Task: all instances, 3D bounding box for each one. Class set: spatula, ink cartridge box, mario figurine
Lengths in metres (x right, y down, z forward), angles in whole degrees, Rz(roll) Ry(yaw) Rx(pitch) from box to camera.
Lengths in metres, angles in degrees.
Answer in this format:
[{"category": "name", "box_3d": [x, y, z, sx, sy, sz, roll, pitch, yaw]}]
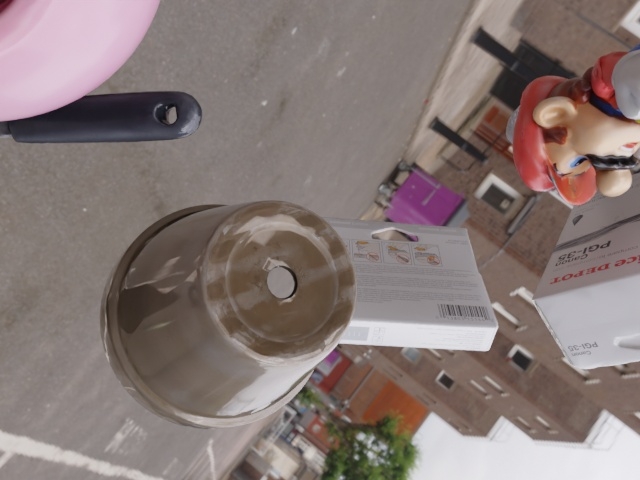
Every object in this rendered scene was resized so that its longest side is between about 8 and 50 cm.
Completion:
[{"category": "spatula", "box_3d": [-0.218, -0.075, 0.388, 0.030, 0.296, 0.084, -26, 115, -86]}, {"category": "ink cartridge box", "box_3d": [0.136, 0.071, 1.100, 0.261, 0.296, 0.066, -91, -174, -51]}, {"category": "mario figurine", "box_3d": [0.324, -0.117, 0.586, 0.320, 0.198, 0.170, -37, -154, 54]}, {"category": "ink cartridge box", "box_3d": [0.423, 0.018, 0.801, 0.207, 0.117, 0.283, -23, -164, 44]}]

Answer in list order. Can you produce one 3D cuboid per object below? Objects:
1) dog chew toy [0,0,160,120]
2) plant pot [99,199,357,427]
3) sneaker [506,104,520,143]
[{"category": "dog chew toy", "box_3d": [-0.202, -0.203, 0.377, 0.207, 0.206, 0.332, -54, -150, 16]}, {"category": "plant pot", "box_3d": [-0.097, 0.080, 0.805, 0.323, 0.323, 0.280, -48, -170, -29]}, {"category": "sneaker", "box_3d": [0.402, -0.164, 0.985, 0.268, 0.101, 0.153, -23, 138, -19]}]
